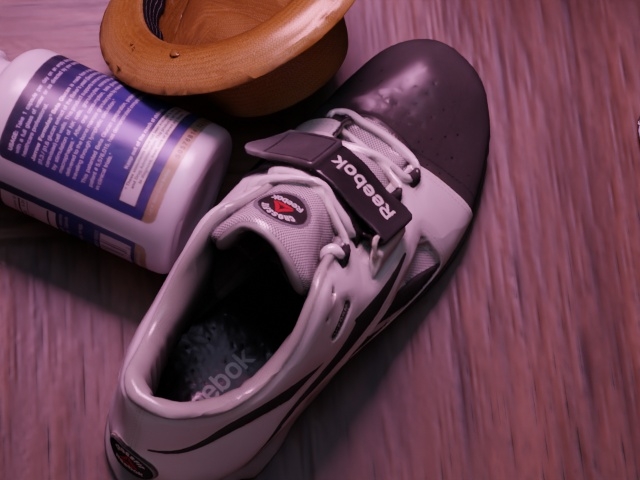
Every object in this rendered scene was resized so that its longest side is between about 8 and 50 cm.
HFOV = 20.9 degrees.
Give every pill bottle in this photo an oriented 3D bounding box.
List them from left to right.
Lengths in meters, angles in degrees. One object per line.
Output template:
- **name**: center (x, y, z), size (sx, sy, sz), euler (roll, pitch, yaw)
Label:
- **pill bottle**: center (-0.145, -0.055, 1.011), size (0.169, 0.094, 0.094), euler (24, 69, 6)

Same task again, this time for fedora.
- **fedora**: center (-0.039, -0.133, 1.035), size (0.194, 0.079, 0.194), euler (-17, 40, 15)

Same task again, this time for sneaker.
- **sneaker**: center (0.000, 0.000, 0.973), size (0.122, 0.146, 0.330), euler (31, 69, 10)

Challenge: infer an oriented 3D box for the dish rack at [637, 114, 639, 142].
- **dish rack**: center (0.348, -0.024, 1.040), size (0.271, 0.074, 0.208), euler (-9, 70, -8)
